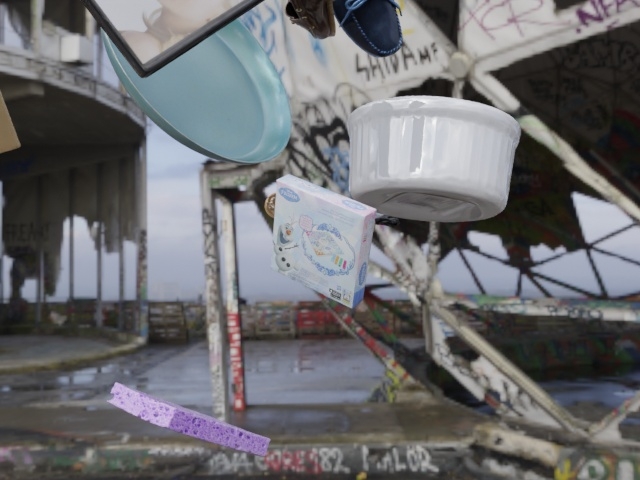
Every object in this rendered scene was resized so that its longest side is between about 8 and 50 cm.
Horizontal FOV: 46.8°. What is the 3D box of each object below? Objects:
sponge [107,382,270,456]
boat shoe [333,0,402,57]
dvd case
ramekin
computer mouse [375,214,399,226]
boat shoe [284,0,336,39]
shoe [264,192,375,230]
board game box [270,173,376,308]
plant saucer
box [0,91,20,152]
[{"bbox_3d":[-0.174,0.246,1.001,0.117,0.031,0.210,10,-18,37],"label":"sponge"},{"bbox_3d":[0.051,-0.397,1.123,0.109,0.258,0.089,-38,16,-12],"label":"boat shoe"},{"bbox_3d":[-0.114,-0.283,0.660,0.253,0.180,0.022,-41,9,-22],"label":"dvd case"},{"bbox_3d":[0.174,-0.119,1.184,0.277,0.135,0.277,6,-10,1],"label":"ramekin"},{"bbox_3d":[0.077,-0.038,1.595,0.106,0.042,0.193,-8,5,-26],"label":"computer mouse"},{"bbox_3d":[-0.018,-0.344,1.067,0.073,0.073,0.207,-19,-9,1],"label":"boat shoe"},{"bbox_3d":[0.002,-0.051,1.443,0.219,0.076,0.058,14,-7,9],"label":"shoe"},{"bbox_3d":[0.000,0.000,0.625,0.090,0.090,0.020,24,36,28],"label":"board game box"},{"bbox_3d":[-0.169,-0.233,1.014,0.044,0.317,0.318,-33,-21,34],"label":"plant saucer"},{"bbox_3d":[-0.616,-0.223,1.238,0.164,0.201,0.021,-21,39,-21],"label":"box"}]
